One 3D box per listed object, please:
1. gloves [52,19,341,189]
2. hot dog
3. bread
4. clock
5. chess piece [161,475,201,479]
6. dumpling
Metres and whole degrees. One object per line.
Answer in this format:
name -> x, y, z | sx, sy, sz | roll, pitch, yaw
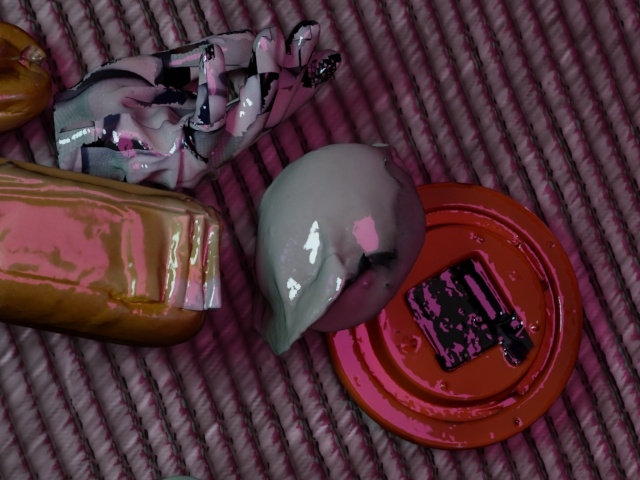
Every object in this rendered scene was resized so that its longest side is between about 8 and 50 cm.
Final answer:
gloves -> -0.087, -0.096, 1.446 | 0.212, 0.127, 0.111 | -7, 96, -5
hot dog -> -0.314, -0.096, 1.410 | 0.250, 0.068, 0.100 | -11, 53, -16
bread -> -0.193, 0.010, 1.393 | 0.241, 0.136, 0.107 | 12, 80, -13
clock -> 0.102, 0.056, 1.502 | 0.205, 0.051, 0.205 | 2, 81, -12
chess piece -> -0.093, 0.200, 1.407 | 0.067, 0.103, 0.067 | 2, 82, -14
dumpling -> 0.000, 0.001, 1.442 | 0.092, 0.150, 0.176 | 26, 49, -44
